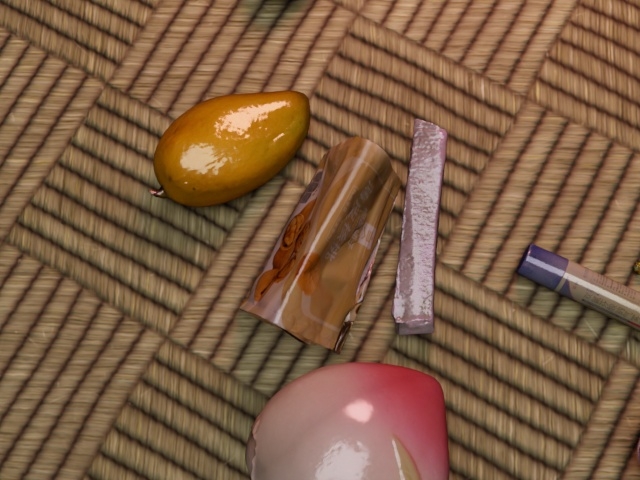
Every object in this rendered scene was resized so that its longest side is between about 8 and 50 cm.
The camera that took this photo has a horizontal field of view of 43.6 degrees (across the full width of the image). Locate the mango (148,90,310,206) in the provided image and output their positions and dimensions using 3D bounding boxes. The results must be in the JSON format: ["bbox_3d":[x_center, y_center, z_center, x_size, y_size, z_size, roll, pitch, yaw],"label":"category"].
[{"bbox_3d":[-0.151,-0.161,1.349,0.317,0.119,0.176,-27,76,-13],"label":"mango"}]

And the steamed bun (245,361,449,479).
[{"bbox_3d":[0.065,0.301,1.144,0.310,0.309,0.309,0,78,2],"label":"steamed bun"}]

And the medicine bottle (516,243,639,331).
[{"bbox_3d":[0.436,0.078,1.299,0.231,0.059,0.059,25,80,8],"label":"medicine bottle"}]

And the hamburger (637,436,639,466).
[{"bbox_3d":[0.557,0.320,1.203,0.175,0.137,0.175,0,82,-1],"label":"hamburger"}]

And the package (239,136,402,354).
[{"bbox_3d":[0.027,0.015,1.277,0.165,0.221,0.311,28,80,-13],"label":"package"}]

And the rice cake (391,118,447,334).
[{"bbox_3d":[0.166,-0.022,1.332,0.073,0.056,0.364,4,78,9],"label":"rice cake"}]

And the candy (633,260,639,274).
[{"bbox_3d":[0.559,0.042,1.322,0.083,0.025,0.023,-5,60,-6],"label":"candy"}]
